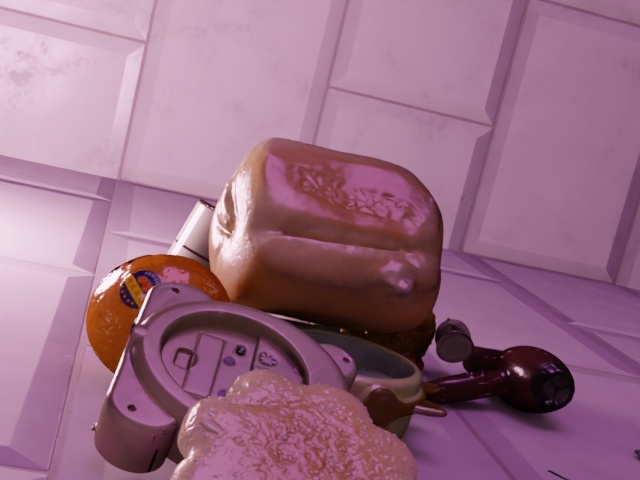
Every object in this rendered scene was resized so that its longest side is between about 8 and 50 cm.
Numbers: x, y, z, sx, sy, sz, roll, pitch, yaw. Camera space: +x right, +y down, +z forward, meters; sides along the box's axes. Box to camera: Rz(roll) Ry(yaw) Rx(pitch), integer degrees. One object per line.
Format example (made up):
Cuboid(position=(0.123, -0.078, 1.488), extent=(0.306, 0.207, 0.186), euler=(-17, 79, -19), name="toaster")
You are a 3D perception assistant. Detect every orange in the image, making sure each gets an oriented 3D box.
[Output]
Cuboid(position=(-0.243, 0.122, 1.496), extent=(0.219, 0.219, 0.193), euler=(-1, 52, -57), name="orange")

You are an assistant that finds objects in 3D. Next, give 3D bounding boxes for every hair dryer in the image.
Cuboid(position=(-0.155, 0.081, 2.082), extent=(0.362, 0.203, 0.128), euler=(30, 0, -29), name="hair dryer")
Cuboid(position=(0.272, 0.262, 1.853), extent=(0.341, 0.123, 0.313), euler=(-3, 5, -26), name="hair dryer")

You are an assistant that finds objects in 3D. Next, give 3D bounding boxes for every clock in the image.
Cuboid(position=(-0.112, 0.197, 1.274), extent=(0.310, 0.114, 0.284), euler=(19, 34, -6), name="clock")
Cuboid(position=(0.020, 0.227, 1.541), extent=(0.349, 0.117, 0.286), euler=(15, 8, 1), name="clock")

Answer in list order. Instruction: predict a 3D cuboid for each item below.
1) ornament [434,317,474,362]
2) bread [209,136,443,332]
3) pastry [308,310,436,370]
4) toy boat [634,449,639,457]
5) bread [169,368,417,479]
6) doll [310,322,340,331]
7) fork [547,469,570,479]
Cuboid(position=(0.260, 0.192, 1.921), extent=(0.075, 0.081, 0.156), euler=(-15, 4, 8), name="ornament")
Cuboid(position=(0.000, 0.000, 1.702), extent=(0.376, 0.253, 0.347), euler=(10, 52, -20), name="bread")
Cuboid(position=(0.106, 0.171, 1.930), extent=(0.235, 0.132, 0.240), euler=(19, 5, 40), name="pastry")
Cuboid(position=(0.702, 0.389, 1.716), extent=(0.282, 0.096, 0.206), euler=(4, 19, -6), name="toy boat")
Cuboid(position=(-0.018, 0.262, 1.106), extent=(0.316, 0.054, 0.316), euler=(15, 35, -11), name="bread")
Cuboid(position=(0.004, 0.180, 1.779), extent=(0.078, 0.115, 0.150), euler=(-16, 36, 23), name="doll")
Cuboid(position=(0.435, 0.394, 1.442), extent=(0.235, 0.021, 0.039), euler=(19, 6, 40), name="fork")
